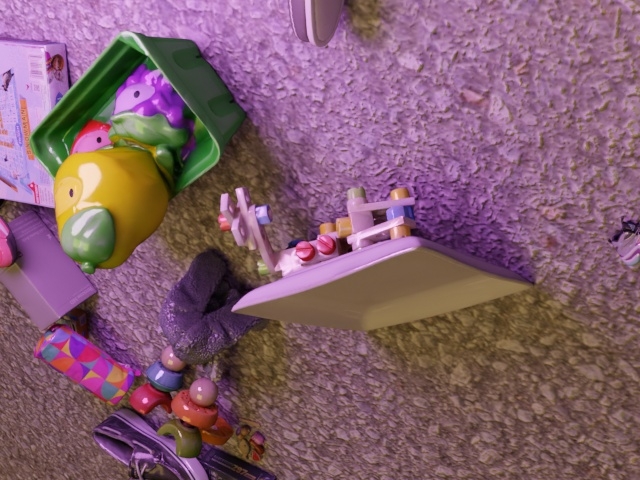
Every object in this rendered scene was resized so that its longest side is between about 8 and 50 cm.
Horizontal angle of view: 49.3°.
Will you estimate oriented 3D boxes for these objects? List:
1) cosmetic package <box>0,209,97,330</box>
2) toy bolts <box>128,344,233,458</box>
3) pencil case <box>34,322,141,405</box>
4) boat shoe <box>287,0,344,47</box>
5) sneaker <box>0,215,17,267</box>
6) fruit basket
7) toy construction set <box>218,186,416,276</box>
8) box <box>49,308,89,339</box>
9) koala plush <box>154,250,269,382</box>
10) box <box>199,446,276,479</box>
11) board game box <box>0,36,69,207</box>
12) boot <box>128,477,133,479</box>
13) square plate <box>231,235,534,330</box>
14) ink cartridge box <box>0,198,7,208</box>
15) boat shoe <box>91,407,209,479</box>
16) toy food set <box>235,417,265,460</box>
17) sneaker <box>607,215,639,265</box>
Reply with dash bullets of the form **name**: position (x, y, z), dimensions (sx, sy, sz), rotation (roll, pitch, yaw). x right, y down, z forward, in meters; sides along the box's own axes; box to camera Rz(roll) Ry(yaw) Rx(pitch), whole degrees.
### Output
- **cosmetic package**: position (-0.637, 0.070, 1.573), dimensions (0.107, 0.127, 0.238), rotation (-33, 99, 39)
- **toy bolts**: position (-0.282, 0.337, 1.535), dimensions (0.228, 0.218, 0.158), rotation (32, 99, 30)
- **pencil case**: position (-0.541, 0.284, 1.617), dimensions (0.236, 0.104, 0.104), rotation (39, 132, -25)
- **boat shoe**: position (-0.023, -0.426, 0.963), dimensions (0.091, 0.109, 0.305), rotation (11, 115, 25)
- **sneaker**: position (-0.765, -0.036, 1.406), dimensions (0.314, 0.136, 0.116), rotation (43, 129, -11)
- **fruit basket**: position (-0.336, -0.128, 1.142), dimensions (0.392, 0.392, 0.283), rotation (-31, 99, 38)
- **toy construction set**: position (0.000, 0.000, 1.121), dimensions (0.328, 0.215, 0.151), rotation (2, 74, 16)
- **box**: position (-0.628, 0.190, 1.698), dimensions (0.136, 0.028, 0.081), rotation (17, 124, 18)
- **koala plush**: position (-0.239, 0.177, 1.386), dimensions (0.196, 0.203, 0.221), rotation (40, 140, 5)
- **box**: position (-0.204, 0.631, 1.689), dimensions (0.183, 0.059, 0.232), rotation (19, 124, 21)
- **board game box**: position (-0.646, -0.242, 1.388), dimensions (0.318, 0.066, 0.318), rotation (10, 113, 15)
- **boot**: position (-0.414, 0.713, 1.840), dimensions (0.179, 0.085, 0.236), rotation (13, 128, 20)
- **square plate**: position (0.099, 0.073, 1.082), dimensions (0.347, 0.344, 0.049), rotation (-20, 67, 36)
- **ink cartridge box**: position (-0.764, -0.132, 1.562), dimensions (0.175, 0.072, 0.127), rotation (-34, 97, 37)
- **boat shoe**: position (-0.417, 0.534, 1.681), dimensions (0.335, 0.119, 0.121), rotation (23, 122, 29)
- **toy food set**: position (-0.159, 0.464, 1.594), dimensions (0.078, 0.019, 0.122), rotation (9, 120, 25)
- **sneaker**: position (0.448, -0.012, 0.973), dimensions (0.069, 0.038, 0.098), rotation (47, 128, -3)
